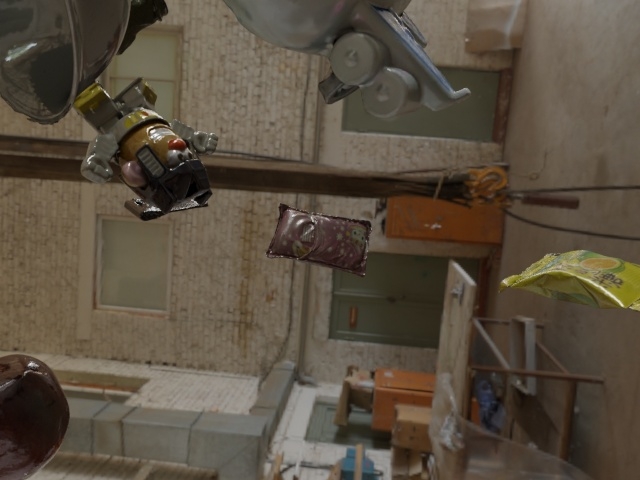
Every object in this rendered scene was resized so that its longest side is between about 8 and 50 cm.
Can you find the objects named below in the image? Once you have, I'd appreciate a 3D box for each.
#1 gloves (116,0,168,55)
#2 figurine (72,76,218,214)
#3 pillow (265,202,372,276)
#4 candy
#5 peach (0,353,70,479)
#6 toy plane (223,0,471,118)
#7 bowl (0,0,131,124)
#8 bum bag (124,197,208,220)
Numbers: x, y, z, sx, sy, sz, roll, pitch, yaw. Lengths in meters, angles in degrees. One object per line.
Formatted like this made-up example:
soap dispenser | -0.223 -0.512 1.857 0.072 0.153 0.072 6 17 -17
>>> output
gloves | -0.432 -0.422 1.166 0.107 0.268 0.135 58 168 23
figurine | -0.326 -0.174 1.131 0.143 0.308 0.308 130 152 -58
pillow | 0.000 0.000 1.056 0.043 0.185 0.118 124 157 -62
candy | 0.474 0.068 1.030 0.297 0.187 0.081 5 110 55
peach | -0.371 0.199 0.685 0.152 0.152 0.152 5 -90 -85
toy plane | 0.015 -0.201 0.431 0.122 0.267 0.267 -37 28 34
bowl | -0.309 -0.318 0.657 0.157 0.345 0.345 -36 -39 -36
bum bag | -0.333 -0.075 1.279 0.109 0.159 0.026 28 122 51
